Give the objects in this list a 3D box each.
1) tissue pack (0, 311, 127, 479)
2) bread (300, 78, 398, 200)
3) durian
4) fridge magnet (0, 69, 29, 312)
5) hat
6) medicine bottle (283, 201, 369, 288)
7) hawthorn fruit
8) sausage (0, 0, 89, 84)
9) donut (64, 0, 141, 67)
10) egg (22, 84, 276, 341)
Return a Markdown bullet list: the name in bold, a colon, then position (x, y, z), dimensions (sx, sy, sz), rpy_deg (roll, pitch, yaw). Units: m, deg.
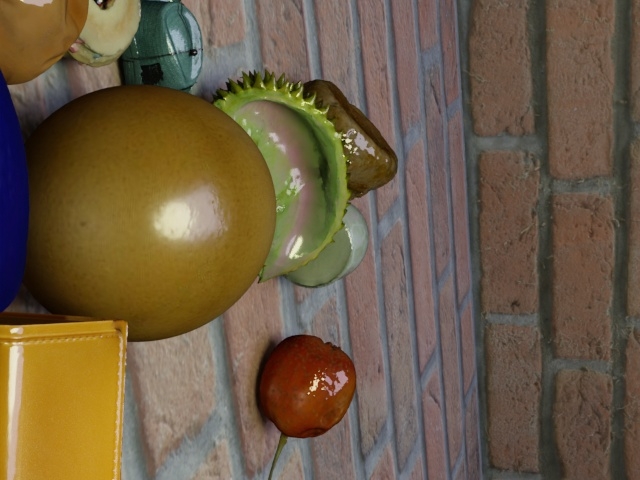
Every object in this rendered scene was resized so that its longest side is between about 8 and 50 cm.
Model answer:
- **tissue pack**: position (-0.277, 0.195, 0.671), dimensions (0.145, 0.194, 0.274), rpy_deg (9, 82, -64)
- **bread**: position (0.028, -0.168, 1.449), dimensions (0.230, 0.123, 0.230), rpy_deg (45, 13, -13)
- **durian**: position (-0.056, -0.098, 1.234), dimensions (0.169, 0.158, 0.355), rpy_deg (-50, 139, -34)
- **fridge magnet**: position (-0.271, -0.072, 0.591), dimensions (0.265, 0.113, 0.265), rpy_deg (168, -90, -85)
- **hat**: position (-0.185, -0.236, 1.032), dimensions (0.138, 0.078, 0.190), rpy_deg (-40, 128, -61)
- **medicine bottle**: position (0.000, 0.000, 1.421), dimensions (0.143, 0.147, 0.147), rpy_deg (-23, 112, -72)
- **hawthorn fruit**: position (-0.051, 0.291, 1.385), dimensions (0.285, 0.165, 0.165), rpy_deg (-62, 155, -4)
- **sausage**: position (-0.290, -0.238, 0.695), dimensions (0.136, 0.120, 0.241), rpy_deg (-61, 142, -26)
- **donut**: position (-0.251, -0.264, 0.880), dimensions (0.175, 0.068, 0.174), rpy_deg (-2, 90, -68)
- **egg**: position (-0.168, -0.029, 0.852), dimensions (0.322, 0.250, 0.250), rpy_deg (-24, 113, -73)
